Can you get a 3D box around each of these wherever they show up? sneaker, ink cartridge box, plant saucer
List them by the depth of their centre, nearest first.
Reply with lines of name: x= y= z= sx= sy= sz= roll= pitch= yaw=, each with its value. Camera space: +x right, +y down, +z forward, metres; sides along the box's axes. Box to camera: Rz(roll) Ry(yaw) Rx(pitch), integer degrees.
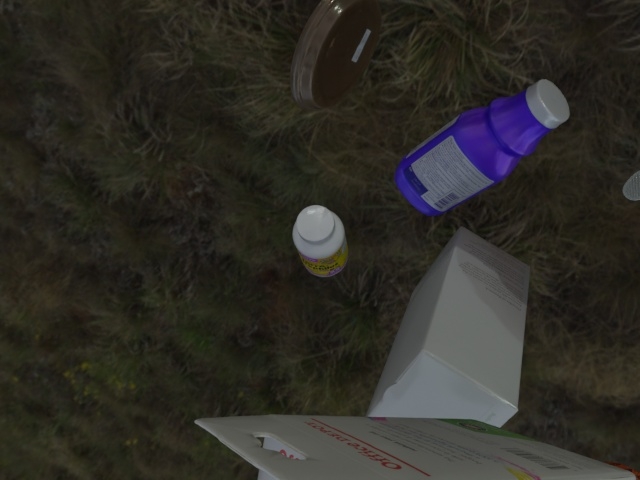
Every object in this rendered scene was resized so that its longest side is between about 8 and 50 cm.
ink cartridge box: x=0.078 y=0.234 z=0.503 sx=0.353 sy=0.119 sz=0.207 roll=12 pitch=173 yaw=-31
sneaker: x=0.621 y=-0.121 z=1.055 sx=0.134 sy=0.070 sz=0.051 roll=-48 pitch=62 yaw=29
plant saucer: x=0.040 y=-0.382 z=1.164 sx=0.041 sy=0.278 sz=0.278 roll=34 pitch=140 yaw=19

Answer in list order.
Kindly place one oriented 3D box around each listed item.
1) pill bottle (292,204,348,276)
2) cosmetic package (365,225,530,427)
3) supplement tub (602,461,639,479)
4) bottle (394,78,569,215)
pill bottle: x=0.000 y=0.000 z=0.491 sx=0.043 sy=0.043 sz=0.083 roll=21 pitch=164 yaw=14
cosmetic package: x=0.214 y=0.160 z=0.937 sx=0.155 sy=0.366 sz=0.197 roll=31 pitch=127 yaw=2
supplement tub: x=0.490 y=0.574 z=1.067 sx=0.207 sy=0.337 sz=0.207 roll=34 pitch=136 yaw=40
bottle: x=0.239 y=-0.139 z=0.884 sx=0.118 sy=0.092 sz=0.282 roll=44 pitch=141 yaw=-9
